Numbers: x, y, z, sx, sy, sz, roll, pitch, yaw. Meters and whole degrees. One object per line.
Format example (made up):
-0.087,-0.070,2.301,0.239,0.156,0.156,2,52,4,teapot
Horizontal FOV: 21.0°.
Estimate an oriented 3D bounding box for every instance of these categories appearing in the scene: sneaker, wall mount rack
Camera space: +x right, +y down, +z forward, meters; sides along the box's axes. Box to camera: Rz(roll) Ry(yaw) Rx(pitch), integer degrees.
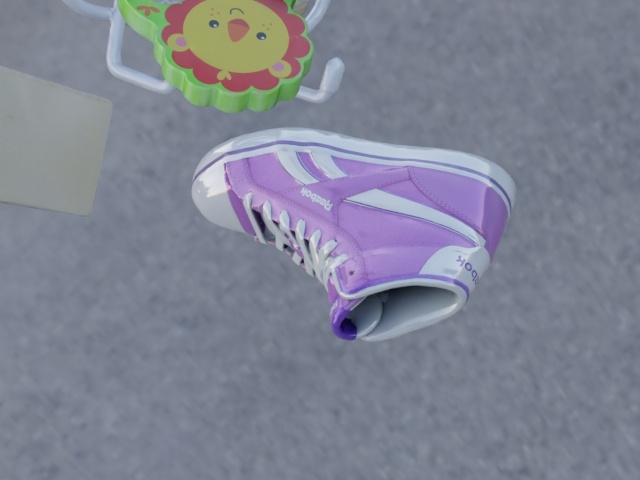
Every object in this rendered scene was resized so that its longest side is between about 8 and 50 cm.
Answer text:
0.000,-0.001,1.368,0.282,0.102,0.161,3,52,29,sneaker
-0.058,-0.277,1.498,0.130,0.350,0.304,20,104,39,wall mount rack

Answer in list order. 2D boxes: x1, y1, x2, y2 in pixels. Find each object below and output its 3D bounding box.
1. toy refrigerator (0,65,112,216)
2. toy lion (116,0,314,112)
-0.241,-0.069,1.095,0.102,0.269,0.094,11,91,18,toy refrigerator
-0.049,-0.103,0.795,0.100,0.034,0.096,20,55,3,toy lion
